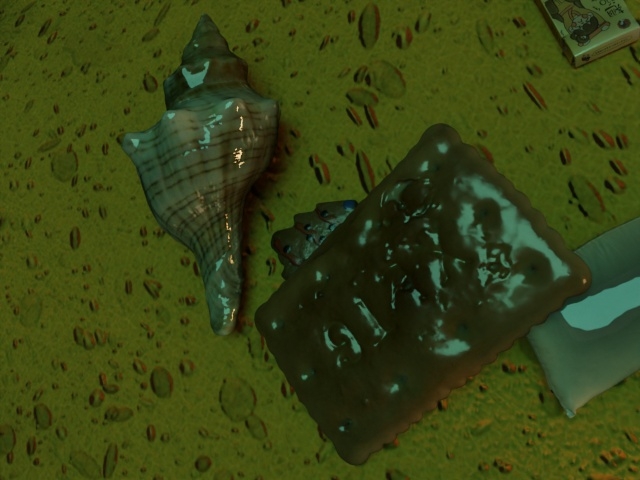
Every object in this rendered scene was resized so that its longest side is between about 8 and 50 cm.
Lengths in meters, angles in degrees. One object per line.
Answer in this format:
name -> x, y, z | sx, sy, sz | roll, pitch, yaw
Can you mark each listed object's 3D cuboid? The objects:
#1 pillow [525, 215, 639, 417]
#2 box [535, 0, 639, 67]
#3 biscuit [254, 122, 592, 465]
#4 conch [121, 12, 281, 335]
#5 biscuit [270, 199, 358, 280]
pillow -> 0.310, 0.048, 0.461 | 0.254, 0.078, 0.144 | -29, 72, 13
box -> 0.293, -0.274, 0.576 | 0.073, 0.020, 0.149 | -23, 71, 12
biscuit -> 0.075, 0.061, 0.517 | 0.325, 0.044, 0.217 | -46, 65, 22
conch -> -0.154, -0.090, 0.615 | 0.203, 0.169, 0.387 | -3, 73, 45
biscuit -> 0.000, 0.000, 0.613 | 0.119, 0.019, 0.130 | 38, 91, 23
